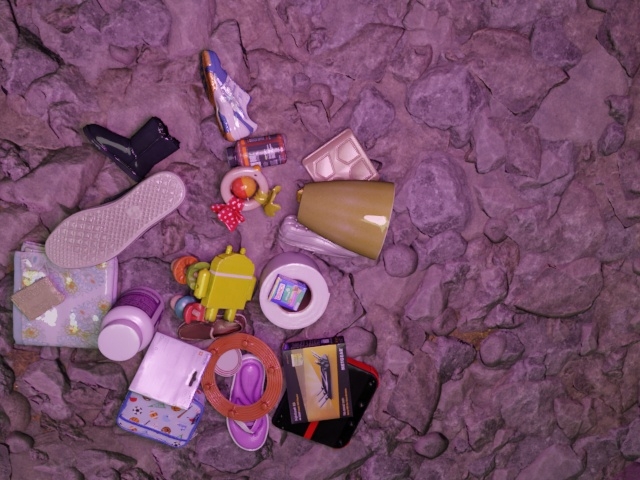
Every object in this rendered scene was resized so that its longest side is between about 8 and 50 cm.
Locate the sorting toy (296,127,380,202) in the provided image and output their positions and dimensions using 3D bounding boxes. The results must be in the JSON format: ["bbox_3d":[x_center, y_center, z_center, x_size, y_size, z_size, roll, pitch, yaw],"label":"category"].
[{"bbox_3d":[0.036,-0.229,1.654,0.307,0.041,0.229,-35,110,1],"label":"sorting toy"}]

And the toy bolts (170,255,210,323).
[{"bbox_3d":[-0.452,0.175,1.656,0.218,0.158,0.229,14,92,-52],"label":"toy bolts"}]

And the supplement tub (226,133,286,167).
[{"bbox_3d":[-0.220,-0.301,1.563,0.197,0.106,0.106,-10,104,-6],"label":"supplement tub"}]

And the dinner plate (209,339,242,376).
[{"bbox_3d":[-0.363,0.450,1.748,0.141,0.017,0.141,0,91,15],"label":"dinner plate"}]

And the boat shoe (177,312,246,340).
[{"bbox_3d":[-0.406,0.324,1.690,0.257,0.095,0.095,-13,105,-5],"label":"boat shoe"}]

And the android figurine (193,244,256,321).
[{"bbox_3d":[-0.328,0.153,1.616,0.248,0.056,0.273,10,94,-48],"label":"android figurine"}]

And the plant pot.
[{"bbox_3d":[0.076,-0.098,1.565,0.293,0.275,0.275,13,101,0],"label":"plant pot"}]

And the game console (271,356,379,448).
[{"bbox_3d":[0.027,0.642,1.855,0.341,0.060,0.387,24,98,-7],"label":"game console"}]

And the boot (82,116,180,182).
[{"bbox_3d":[-0.614,-0.341,1.501,0.207,0.094,0.246,-41,112,7],"label":"boot"}]

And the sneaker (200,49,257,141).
[{"bbox_3d":[-0.304,-0.487,1.522,0.130,0.112,0.297,-22,108,-20],"label":"sneaker"}]

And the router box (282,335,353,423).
[{"bbox_3d":[-0.011,0.537,1.762,0.242,0.081,0.309,-7,101,-1],"label":"router box"}]

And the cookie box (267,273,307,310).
[{"bbox_3d":[-0.113,0.177,1.550,0.107,0.040,0.092,22,100,-12],"label":"cookie box"}]

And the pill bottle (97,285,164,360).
[{"bbox_3d":[-0.639,0.279,1.539,0.169,0.301,0.169,-2,103,-8],"label":"pill bottle"}]

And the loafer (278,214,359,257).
[{"bbox_3d":[0.000,0.000,1.676,0.319,0.112,0.111,20,135,-13],"label":"loafer"}]

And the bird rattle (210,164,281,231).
[{"bbox_3d":[-0.263,-0.160,1.575,0.253,0.143,0.207,-11,123,5],"label":"bird rattle"}]

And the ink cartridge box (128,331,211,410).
[{"bbox_3d":[-0.545,0.479,1.669,0.223,0.045,0.223,24,62,-8],"label":"ink cartridge box"}]

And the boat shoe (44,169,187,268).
[{"bbox_3d":[-0.667,-0.066,1.524,0.500,0.156,0.187,-33,100,-4],"label":"boat shoe"}]

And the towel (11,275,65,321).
[{"bbox_3d":[-0.947,0.193,1.529,0.148,0.027,0.110,-32,105,0],"label":"towel"}]

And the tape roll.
[{"bbox_3d":[-0.101,0.177,1.660,0.246,0.169,0.246,-2,103,-8],"label":"tape roll"}]

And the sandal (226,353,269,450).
[{"bbox_3d":[-0.288,0.649,1.779,0.169,0.102,0.417,-3,102,-7],"label":"sandal"}]

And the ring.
[{"bbox_3d":[-0.305,0.517,1.712,0.336,0.032,0.337,1,93,14],"label":"ring"}]

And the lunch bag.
[{"bbox_3d":[-0.598,0.653,1.735,0.303,0.115,0.243,28,100,-12],"label":"lunch bag"}]

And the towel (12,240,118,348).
[{"bbox_3d":[-0.890,0.200,1.597,0.320,0.090,0.375,7,102,-9],"label":"towel"}]
